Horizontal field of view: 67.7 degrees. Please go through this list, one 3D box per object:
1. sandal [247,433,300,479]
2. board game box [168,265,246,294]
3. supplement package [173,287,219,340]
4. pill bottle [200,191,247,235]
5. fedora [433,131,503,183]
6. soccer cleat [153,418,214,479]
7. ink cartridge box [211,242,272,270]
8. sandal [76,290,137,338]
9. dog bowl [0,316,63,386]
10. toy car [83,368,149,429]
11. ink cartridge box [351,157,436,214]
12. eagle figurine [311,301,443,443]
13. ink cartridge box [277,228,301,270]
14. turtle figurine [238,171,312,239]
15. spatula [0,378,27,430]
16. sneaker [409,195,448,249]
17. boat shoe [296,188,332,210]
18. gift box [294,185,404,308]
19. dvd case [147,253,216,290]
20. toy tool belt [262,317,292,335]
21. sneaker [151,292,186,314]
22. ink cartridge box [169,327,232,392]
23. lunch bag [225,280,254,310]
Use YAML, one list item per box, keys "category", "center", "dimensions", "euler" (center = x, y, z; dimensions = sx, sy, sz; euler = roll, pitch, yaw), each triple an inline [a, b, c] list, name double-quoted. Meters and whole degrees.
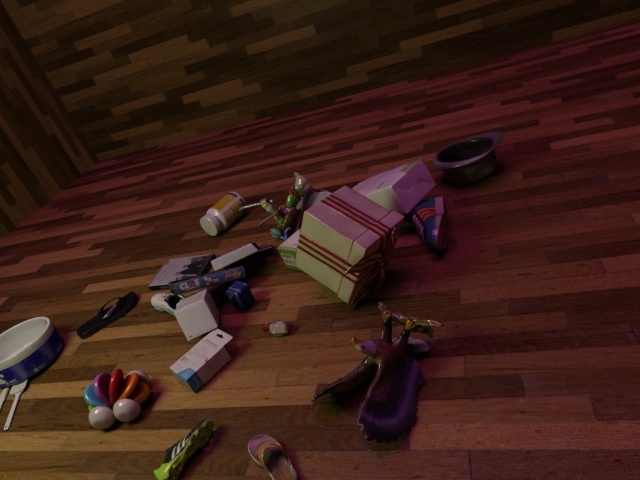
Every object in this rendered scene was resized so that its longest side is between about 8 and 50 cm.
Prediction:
- category: "sandal"
  center: [-0.108, 0.494, 1.078]
  dimensions: [0.072, 0.049, 0.180]
  euler: [-34, 33, -20]
- category: "board game box"
  center: [-0.403, 0.139, 1.693]
  dimensions: [0.243, 0.042, 0.165]
  euler: [-14, 2, -24]
- category: "supplement package"
  center: [-0.397, 0.236, 1.551]
  dimensions: [0.105, 0.105, 0.179]
  euler: [-24, 10, -7]
- category: "pill bottle"
  center: [-0.443, -0.121, 2.179]
  dimensions: [0.119, 0.119, 0.208]
  euler: [6, 39, 37]
- category: "fedora"
  center: [0.577, -0.303, 1.839]
  dimensions: [0.275, 0.124, 0.244]
  euler: [-13, 28, 29]
- category: "soccer cleat"
  center: [-0.338, 0.513, 1.181]
  dimensions: [0.072, 0.060, 0.179]
  euler: [6, 43, 40]
- category: "ink cartridge box"
  center: [-0.293, 0.046, 1.808]
  dimensions: [0.223, 0.045, 0.223]
  euler: [-23, 3, -5]
- category: "sandal"
  center: [-0.822, 0.280, 1.842]
  dimensions: [0.254, 0.055, 0.097]
  euler: [-40, 36, -28]
- category: "dog bowl"
  center: [-1.095, 0.403, 1.747]
  dimensions: [0.264, 0.104, 0.265]
  euler: [-16, 27, 8]
- category: "toy car"
  center: [-0.595, 0.438, 1.377]
  dimensions: [0.181, 0.136, 0.159]
  euler: [-18, 31, 5]
- category: "ink cartridge box"
  center: [0.228, -0.167, 1.786]
  dimensions: [0.207, 0.119, 0.353]
  euler: [-41, 16, -31]
- category: "eagle figurine"
  center: [0.137, 0.303, 1.143]
  dimensions: [0.226, 0.225, 0.299]
  euler: [114, -179, -79]
- category: "ink cartridge box"
  center: [0.000, 0.000, 1.727]
  dimensions: [0.188, 0.097, 0.255]
  euler: [6, 40, 47]
- category: "turtle figurine"
  center: [-0.172, -0.159, 1.948]
  dimensions: [0.274, 0.197, 0.266]
  euler: [31, 85, 45]
- category: "spatula"
  center: [-1.071, 0.560, 1.589]
  dimensions: [0.168, 0.019, 0.242]
  euler: [-23, 31, -6]
- category: "sneaker"
  center: [0.360, -0.052, 1.606]
  dimensions: [0.120, 0.108, 0.302]
  euler: [-10, 25, 20]
- category: "boat shoe"
  center: [-0.014, -0.163, 2.019]
  dimensions: [0.302, 0.091, 0.115]
  euler: [24, 97, 49]
- category: "gift box"
  center: [0.083, 0.030, 1.444]
  dimensions: [0.258, 0.255, 0.276]
  euler: [31, 48, 21]
- category: "dvd case"
  center: [-0.564, 0.128, 1.949]
  dimensions: [0.238, 0.030, 0.179]
  euler: [-8, 33, 23]
- category: "toy tool belt"
  center: [-0.132, 0.265, 1.463]
  dimensions: [0.083, 0.052, 0.051]
  euler: [-6, 3, 19]
- category: "sneaker"
  center: [-0.546, 0.221, 1.739]
  dimensions: [0.237, 0.086, 0.085]
  euler: [8, 43, 41]
- category: "ink cartridge box"
  center: [-0.343, 0.354, 1.427]
  dimensions: [0.104, 0.062, 0.181]
  euler: [14, 45, 45]
- category: "lunch bag"
  center: [-0.275, 0.188, 1.612]
  dimensions: [0.067, 0.099, 0.065]
  euler: [10, 45, 33]
